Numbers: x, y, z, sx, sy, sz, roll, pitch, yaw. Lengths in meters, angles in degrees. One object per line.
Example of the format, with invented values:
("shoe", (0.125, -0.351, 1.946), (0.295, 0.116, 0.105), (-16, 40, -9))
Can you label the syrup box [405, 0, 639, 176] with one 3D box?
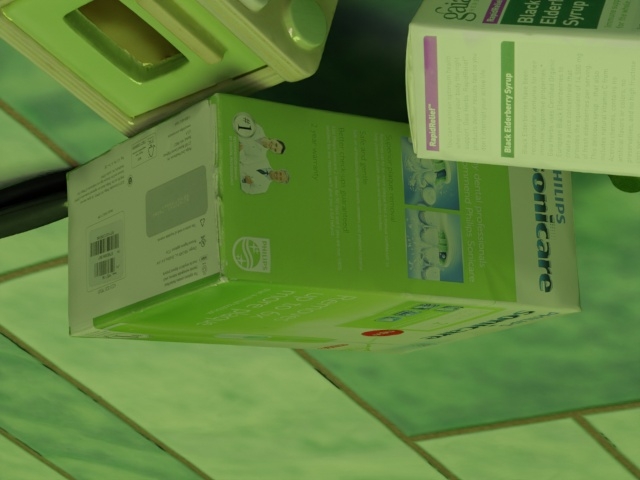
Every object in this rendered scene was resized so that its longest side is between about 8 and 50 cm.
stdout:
("syrup box", (0.177, -0.102, 1.015), (0.237, 0.093, 0.096), (7, 123, 15))

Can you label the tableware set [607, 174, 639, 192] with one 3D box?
("tableware set", (0.233, -0.078, 1.122), (0.104, 0.024, 0.154), (8, 148, 18))

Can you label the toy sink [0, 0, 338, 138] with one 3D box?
("toy sink", (-0.074, -0.173, 1.006), (0.234, 0.131, 0.153), (-17, 136, 40))

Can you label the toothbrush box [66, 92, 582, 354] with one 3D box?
("toothbrush box", (0.000, 0.000, 1.127), (0.283, 0.122, 0.206), (5, 166, -35))

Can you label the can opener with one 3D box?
("can opener", (-0.267, -0.023, 1.381), (0.186, 0.059, 0.073), (-6, 141, 31))
